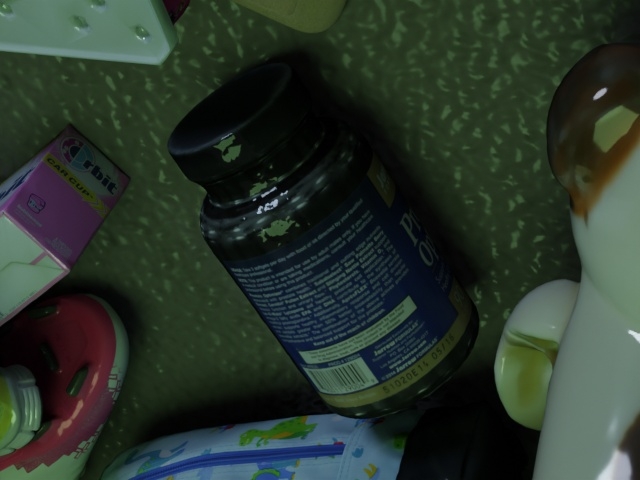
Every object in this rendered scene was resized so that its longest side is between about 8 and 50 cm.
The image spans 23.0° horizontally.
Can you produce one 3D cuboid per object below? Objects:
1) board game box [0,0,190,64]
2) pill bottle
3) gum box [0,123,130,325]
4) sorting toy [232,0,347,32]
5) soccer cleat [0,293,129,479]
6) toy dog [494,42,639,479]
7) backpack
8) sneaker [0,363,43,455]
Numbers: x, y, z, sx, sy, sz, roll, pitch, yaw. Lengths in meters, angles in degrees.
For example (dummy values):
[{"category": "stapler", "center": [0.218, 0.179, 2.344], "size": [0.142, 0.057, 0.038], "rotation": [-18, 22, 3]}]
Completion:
[{"category": "board game box", "center": [-0.290, -0.274, 0.862], "size": [0.390, 0.050, 0.390], "rotation": [9, 139, 29]}, {"category": "pill bottle", "center": [0.000, 0.000, 1.010], "size": [0.123, 0.123, 0.219], "rotation": [-19, 118, 31]}, {"category": "gum box", "center": [-0.231, 0.011, 1.113], "size": [0.062, 0.107, 0.188], "rotation": [44, 128, -15]}, {"category": "sorting toy", "center": [-0.058, -0.235, 0.909], "size": [0.208, 0.038, 0.193], "rotation": [21, 131, -3]}, {"category": "soccer cleat", "center": [-0.235, 0.165, 1.249], "size": [0.331, 0.143, 0.116], "rotation": [-49, 60, 23]}, {"category": "toy dog", "center": [0.203, 0.088, 0.855], "size": [0.284, 0.395, 0.408], "rotation": [11, 94, 23]}, {"category": "backpack", "center": [-0.030, 0.262, 1.168], "size": [0.355, 0.273, 0.290], "rotation": [7, 136, 31]}, {"category": "sneaker", "center": [-0.302, 0.150, 1.151], "size": [0.208, 0.094, 0.081], "rotation": [-39, 65, 28]}]
